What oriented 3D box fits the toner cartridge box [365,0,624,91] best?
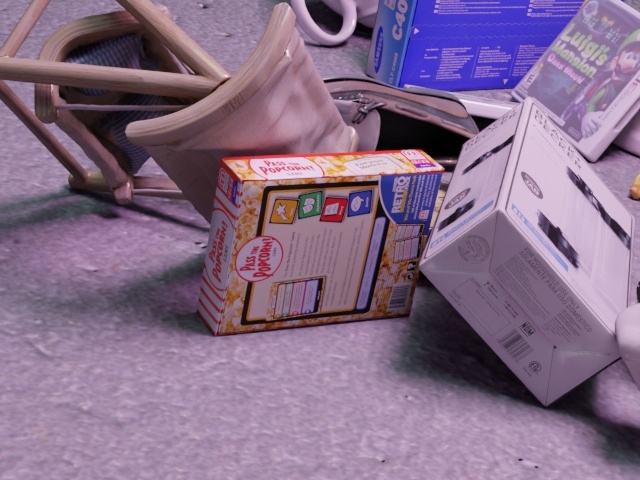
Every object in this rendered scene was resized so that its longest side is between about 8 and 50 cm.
[{"bbox_3d":[0.232,-0.283,1.931,0.347,0.165,0.075,-6,29,-33],"label":"toner cartridge box"}]

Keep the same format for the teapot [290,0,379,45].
[{"bbox_3d":[0.092,-0.363,2.035,0.256,0.187,0.252,-14,4,7],"label":"teapot"}]

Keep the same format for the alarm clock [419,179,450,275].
[{"bbox_3d":[0.112,-0.014,1.446,0.192,0.064,0.129,-6,30,-28],"label":"alarm clock"}]

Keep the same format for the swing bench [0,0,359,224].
[{"bbox_3d":[-0.127,-0.116,1.315,0.254,0.165,0.253,25,-13,23],"label":"swing bench"}]

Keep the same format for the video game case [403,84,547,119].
[{"bbox_3d":[0.179,-0.160,1.781,0.157,0.019,0.143,10,8,-3],"label":"video game case"}]

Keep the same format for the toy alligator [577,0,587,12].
[{"bbox_3d":[0.334,-0.247,1.934,0.056,0.190,0.051,32,-4,5],"label":"toy alligator"}]

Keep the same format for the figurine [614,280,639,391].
[{"bbox_3d":[0.357,0.049,1.214,0.209,0.092,0.215,-25,1,22],"label":"figurine"}]

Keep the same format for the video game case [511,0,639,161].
[{"bbox_3d":[0.332,-0.203,1.816,0.022,0.173,0.190,34,10,-35],"label":"video game case"}]

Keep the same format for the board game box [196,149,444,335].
[{"bbox_3d":[0.000,0.000,1.276,0.193,0.147,0.045,-4,29,-29],"label":"board game box"}]

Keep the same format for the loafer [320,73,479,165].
[{"bbox_3d":[0.061,-0.120,1.615,0.267,0.096,0.084,-3,35,-31],"label":"loafer"}]

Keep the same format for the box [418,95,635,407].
[{"bbox_3d":[0.191,-0.001,1.333,0.169,0.087,0.290,48,24,-8],"label":"box"}]

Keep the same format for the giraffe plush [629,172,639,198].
[{"bbox_3d":[0.454,-0.107,1.649,0.181,0.171,0.210,-12,34,-39],"label":"giraffe plush"}]

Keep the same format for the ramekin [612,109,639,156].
[{"bbox_3d":[0.470,-0.189,1.877,0.272,0.127,0.273,9,25,-4],"label":"ramekin"}]
